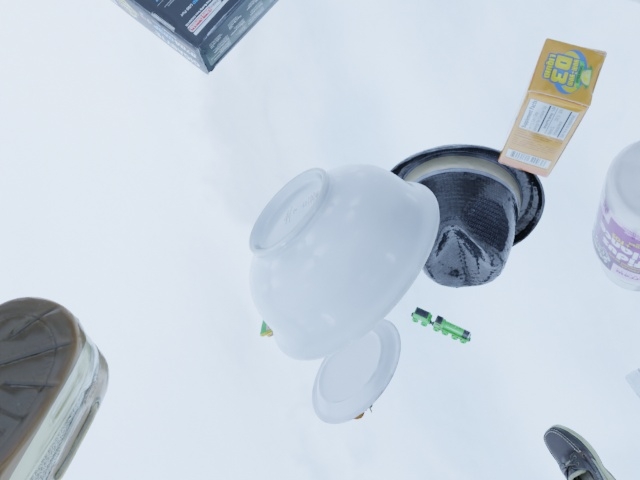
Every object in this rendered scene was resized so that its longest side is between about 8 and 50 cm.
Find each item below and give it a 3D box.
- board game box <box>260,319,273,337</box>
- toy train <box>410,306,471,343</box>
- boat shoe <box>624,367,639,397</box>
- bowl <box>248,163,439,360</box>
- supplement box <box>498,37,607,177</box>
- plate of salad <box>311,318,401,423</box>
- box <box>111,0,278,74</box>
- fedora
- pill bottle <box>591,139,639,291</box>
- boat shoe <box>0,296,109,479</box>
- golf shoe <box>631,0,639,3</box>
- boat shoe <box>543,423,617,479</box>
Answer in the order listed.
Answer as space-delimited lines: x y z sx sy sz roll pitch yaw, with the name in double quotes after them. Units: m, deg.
-0.049 0.093 1.578 0.124 0.259 0.039 -26 117 24 "board game box"
0.156 0.109 1.003 0.083 0.024 0.017 23 59 8 "toy train"
0.676 0.300 1.515 0.094 0.302 0.109 -39 94 11 "boat shoe"
0.000 0.000 1.026 0.298 0.298 0.134 -42 116 17 "bowl"
0.287 -0.160 0.985 0.080 0.233 0.078 19 76 7 "supplement box"
0.064 0.221 1.304 0.200 0.200 0.048 -43 117 17 "plate of salad"
-0.104 -0.299 0.772 0.175 0.051 0.220 39 81 15 "box"
0.255 -0.020 1.405 0.334 0.334 0.152 -12 53 23 "fedora"
0.531 -0.026 1.256 0.169 0.301 0.169 -5 65 11 "pill bottle"
-0.226 0.178 0.455 0.109 0.098 0.302 20 64 19 "boat shoe"
0.497 -0.345 1.079 0.198 0.094 0.077 13 137 22 "golf shoe"
0.374 0.329 1.116 0.152 0.049 0.056 48 127 34 "boat shoe"
